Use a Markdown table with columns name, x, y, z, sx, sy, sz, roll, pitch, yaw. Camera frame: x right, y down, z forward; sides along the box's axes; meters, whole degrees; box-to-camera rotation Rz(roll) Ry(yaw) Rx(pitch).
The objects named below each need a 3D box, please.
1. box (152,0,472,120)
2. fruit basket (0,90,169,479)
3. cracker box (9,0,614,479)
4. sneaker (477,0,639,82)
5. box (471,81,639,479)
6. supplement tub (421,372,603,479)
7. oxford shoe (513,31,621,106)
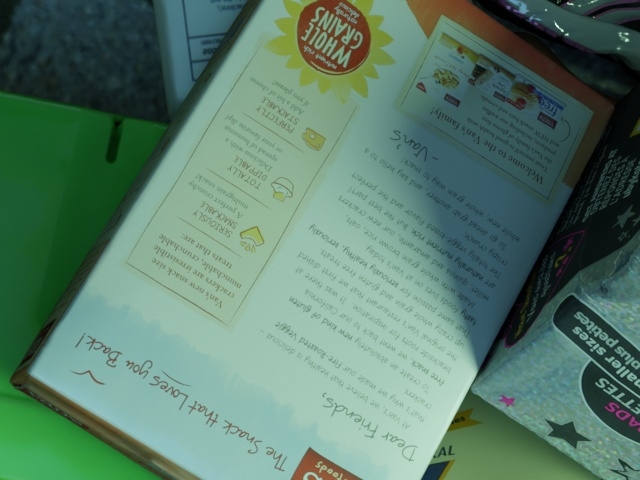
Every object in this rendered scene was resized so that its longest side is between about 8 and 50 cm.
| name | x | y | z | sx | sy | sz | roll | pitch | yaw |
| --- | --- | --- | --- | --- | --- | --- | --- | --- | --- |
| box | -0.012 | -0.186 | 0.717 | 0.149 | 0.127 | 0.232 | -6 | 106 | -1 |
| fruit basket | -0.204 | 0.103 | 0.712 | 0.392 | 0.283 | 0.392 | 0 | 91 | -3 |
| cracker box | 0.000 | 0.000 | 0.618 | 0.156 | 0.067 | 0.232 | 34 | 72 | -11 |
| sneaker | 0.153 | -0.131 | 0.772 | 0.178 | 0.072 | 0.077 | 21 | 98 | -18 |
| box | 0.214 | 0.047 | 0.613 | 0.247 | 0.163 | 0.142 | 33 | 142 | -4 |
| supplement tub | 0.088 | 0.189 | 0.698 | 0.235 | 0.325 | 0.235 | 1 | 123 | 2 |
| oxford shoe | 0.170 | -0.049 | 0.793 | 0.212 | 0.076 | 0.076 | 38 | 88 | -19 |
